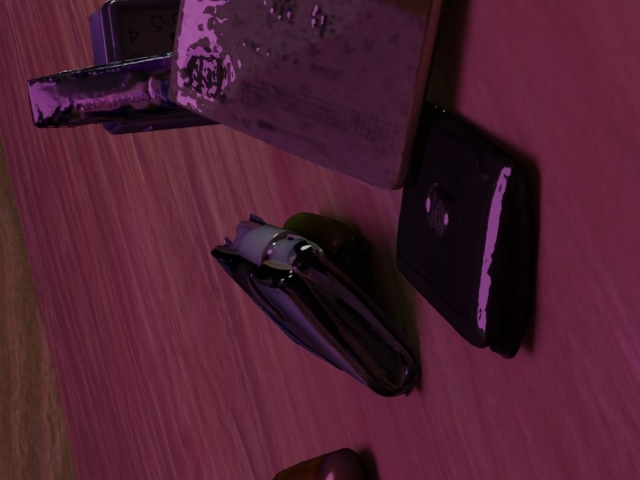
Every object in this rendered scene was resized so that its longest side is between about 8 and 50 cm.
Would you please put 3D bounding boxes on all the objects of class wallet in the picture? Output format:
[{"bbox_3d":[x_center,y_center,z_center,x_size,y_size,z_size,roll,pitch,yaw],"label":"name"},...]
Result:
[{"bbox_3d":[-0.009,0.063,1.745,0.176,0.075,0.250,48,172,-20],"label":"wallet"},{"bbox_3d":[0.111,-0.016,1.488,0.245,0.052,0.169,-134,44,-66],"label":"wallet"}]

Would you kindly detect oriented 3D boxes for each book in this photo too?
[{"bbox_3d":[-0.007,-0.228,1.492,0.239,0.035,0.352,23,123,19],"label":"book"}]

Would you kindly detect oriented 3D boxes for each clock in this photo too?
[{"bbox_3d":[-0.155,-0.199,1.996,0.073,0.193,0.145,161,101,-70],"label":"clock"}]

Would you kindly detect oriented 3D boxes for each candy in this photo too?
[{"bbox_3d":[-0.155,-0.162,1.853,0.088,0.312,0.061,-2,-95,-68],"label":"candy"}]

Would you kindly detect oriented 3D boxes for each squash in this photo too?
[{"bbox_3d":[0.000,0.000,1.824,0.183,0.052,0.052,-156,61,-71],"label":"squash"}]

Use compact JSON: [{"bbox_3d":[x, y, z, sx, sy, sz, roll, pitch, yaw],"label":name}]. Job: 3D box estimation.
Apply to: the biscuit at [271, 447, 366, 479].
[{"bbox_3d":[0.007,0.351,1.927,0.290,0.062,0.237,145,116,-72],"label":"biscuit"}]
